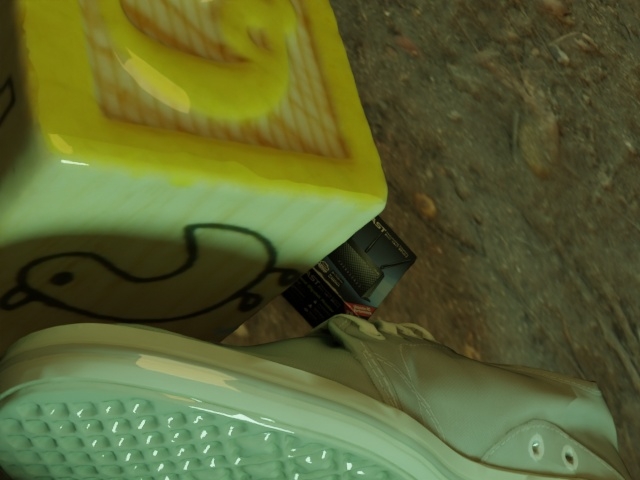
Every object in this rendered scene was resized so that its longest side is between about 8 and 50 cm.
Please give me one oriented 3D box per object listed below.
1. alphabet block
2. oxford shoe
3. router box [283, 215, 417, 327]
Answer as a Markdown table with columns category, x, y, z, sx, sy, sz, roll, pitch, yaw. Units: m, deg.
| category | x | y | z | sx | sy | sz | roll | pitch | yaw |
| --- | --- | --- | --- | --- | --- | --- | --- | --- | --- |
| alphabet block | -0.112 | -0.059 | 0.556 | 0.192 | 0.197 | 0.193 | 4 | 58 | -38 |
| oxford shoe | 0.023 | 0.105 | 0.579 | 0.449 | 0.169 | 0.130 | 19 | 52 | -39 |
| router box | 0.000 | 0.000 | 0.728 | 0.122 | 0.038 | 0.092 | 47 | 41 | -3 |
